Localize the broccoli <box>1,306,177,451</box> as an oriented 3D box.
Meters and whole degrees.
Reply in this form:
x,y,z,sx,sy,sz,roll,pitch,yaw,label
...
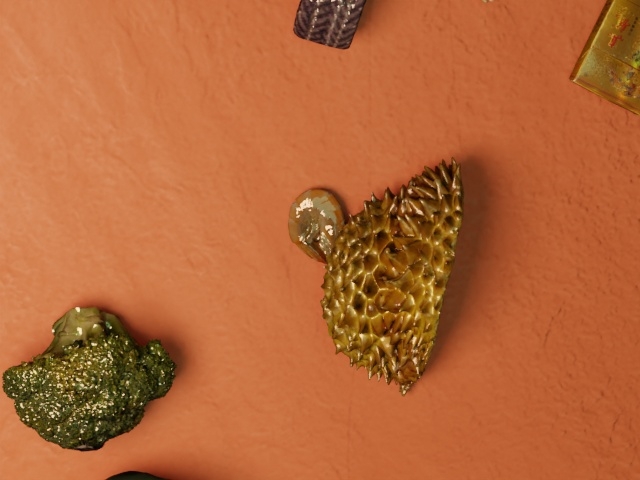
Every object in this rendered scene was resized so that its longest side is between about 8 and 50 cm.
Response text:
x,y,z,sx,sy,sz,roll,pitch,yaw,label
-0.222,0.136,1.542,0.162,0.146,0.138,-7,68,7,broccoli

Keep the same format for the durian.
x,y,z,sx,sy,sz,roll,pitch,yaw,label
0.082,0.037,1.603,0.144,0.139,0.252,7,92,25,durian

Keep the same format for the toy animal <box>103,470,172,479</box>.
x,y,z,sx,sy,sz,roll,pitch,yaw,label
-0.183,0.394,1.562,0.191,0.216,0.338,12,93,-40,toy animal

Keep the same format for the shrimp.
x,y,z,sx,sy,sz,roll,pitch,yaw,label
0.000,0.000,1.616,0.059,0.023,0.108,-13,102,0,shrimp

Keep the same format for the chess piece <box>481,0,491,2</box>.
x,y,z,sx,sy,sz,roll,pitch,yaw,label
0.145,-0.296,1.579,0.066,0.066,0.122,-41,110,-3,chess piece

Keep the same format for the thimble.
x,y,z,sx,sy,sz,roll,pitch,yaw,label
0.014,-0.244,1.545,0.066,0.095,0.104,17,131,-4,thimble

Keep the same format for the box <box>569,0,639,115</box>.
x,y,z,sx,sy,sz,roll,pitch,yaw,label
0.329,-0.218,1.646,0.089,0.022,0.156,26,93,-14,box
